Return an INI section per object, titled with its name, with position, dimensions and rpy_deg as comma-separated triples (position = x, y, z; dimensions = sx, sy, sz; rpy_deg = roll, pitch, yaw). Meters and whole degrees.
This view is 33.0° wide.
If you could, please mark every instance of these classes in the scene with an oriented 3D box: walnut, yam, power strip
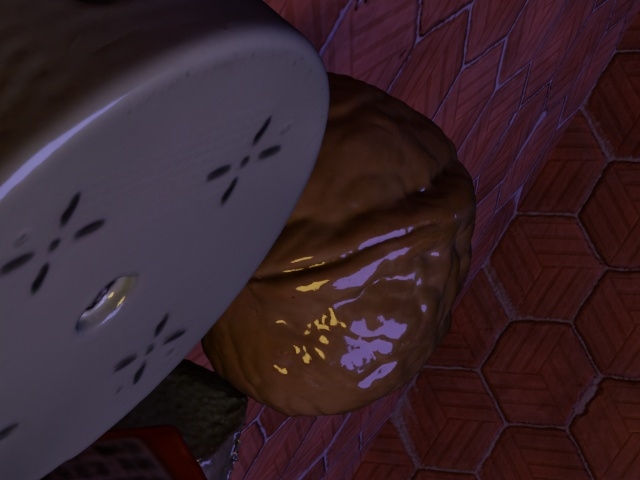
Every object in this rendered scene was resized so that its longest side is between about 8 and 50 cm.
[walnut]
position = 0.002, 0.000, 0.931
dimensions = 0.313, 0.252, 0.277
rpy_deg = -34, 145, -67
[yam]
position = -0.189, 0.217, 0.938
dimensions = 0.201, 0.203, 0.271
rpy_deg = -95, -154, -63
[power strip]
position = -0.155, -0.025, 0.551
dimensions = 0.357, 0.161, 0.357
rpy_deg = -44, 165, -15

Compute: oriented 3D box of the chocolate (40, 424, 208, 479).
[chocolate]
position = -0.239, 0.317, 0.701
dimensions = 0.360, 0.161, 0.341
rpy_deg = 1, 109, -42
